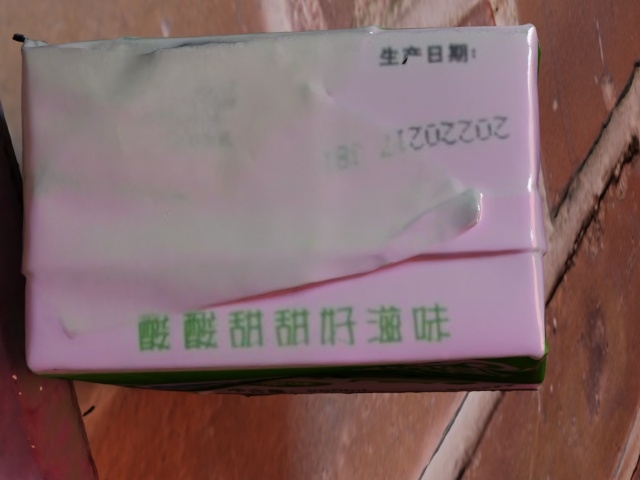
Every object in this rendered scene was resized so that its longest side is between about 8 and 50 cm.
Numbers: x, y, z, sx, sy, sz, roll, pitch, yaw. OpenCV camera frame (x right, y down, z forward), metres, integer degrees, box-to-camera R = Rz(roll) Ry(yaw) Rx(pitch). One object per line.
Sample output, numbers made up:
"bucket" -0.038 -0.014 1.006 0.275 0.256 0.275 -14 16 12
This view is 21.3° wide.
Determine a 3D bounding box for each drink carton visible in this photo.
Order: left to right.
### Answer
"drink carton" 0.000 0.000 0.617 0.271 0.161 0.108 46 42 -80

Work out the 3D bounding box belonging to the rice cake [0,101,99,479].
"rice cake" -0.124 -0.016 0.521 0.081 0.051 0.290 -51 134 -58
